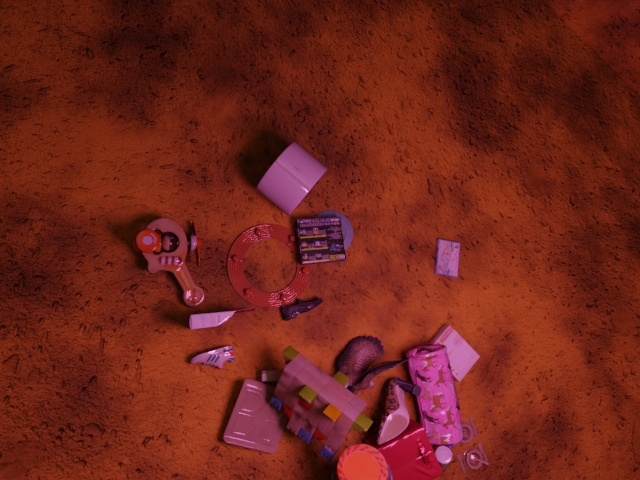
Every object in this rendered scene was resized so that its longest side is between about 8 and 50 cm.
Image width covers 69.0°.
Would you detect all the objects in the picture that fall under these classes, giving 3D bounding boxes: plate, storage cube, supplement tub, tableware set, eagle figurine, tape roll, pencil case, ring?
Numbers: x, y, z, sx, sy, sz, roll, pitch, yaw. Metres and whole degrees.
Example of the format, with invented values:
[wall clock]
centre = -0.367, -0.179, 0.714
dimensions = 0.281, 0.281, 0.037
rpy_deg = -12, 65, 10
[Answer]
[plate]
centre = 0.050, -0.037, 1.935
dimensions = 0.188, 0.024, 0.188
rpy_deg = 3, 78, -15
[storage cube]
centre = 0.301, 0.795, 1.729
dimensions = 0.193, 0.215, 0.183
rpy_deg = -22, 85, -12
[supplement tub]
centre = 0.139, 0.852, 1.588
dimensions = 0.207, 0.338, 0.207
rpy_deg = -1, 39, 1
[tableware set]
centre = 0.605, 0.833, 1.888
dimensions = 0.128, 0.039, 0.194
rpy_deg = -18, 83, -17
[eagle figurine]
centre = 0.169, 0.504, 1.771
dimensions = 0.226, 0.225, 0.298
rpy_deg = 32, 83, 11
[tape roll]
centre = -0.111, -0.240, 1.820
dimensions = 0.169, 0.246, 0.246
rpy_deg = 40, 72, -3
[pencil case]
centre = 0.442, 0.593, 1.810
dimensions = 0.160, 0.167, 0.386
rpy_deg = -11, 90, 28
[ring]
centre = -0.196, 0.096, 1.839
dimensions = 0.337, 0.032, 0.336
rpy_deg = 3, 79, -14

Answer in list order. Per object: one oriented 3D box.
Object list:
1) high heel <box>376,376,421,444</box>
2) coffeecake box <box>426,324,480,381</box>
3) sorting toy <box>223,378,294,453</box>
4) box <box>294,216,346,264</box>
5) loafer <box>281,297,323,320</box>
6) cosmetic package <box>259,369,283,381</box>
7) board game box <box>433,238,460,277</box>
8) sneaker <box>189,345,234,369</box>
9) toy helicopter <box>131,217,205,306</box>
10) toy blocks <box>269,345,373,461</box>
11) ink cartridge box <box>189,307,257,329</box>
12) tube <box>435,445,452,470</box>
[high heel]
centre = 0.255, 0.638, 1.758
dimensions = 0.093, 0.186, 0.261
rpy_deg = 48, 67, -16
[coffeecake box]
centre = 0.542, 0.465, 1.933
dimensions = 0.142, 0.068, 0.185
rpy_deg = -44, 92, -17
[sorting toy]
centre = -0.180, 0.656, 1.715
dimensions = 0.307, 0.041, 0.229
rpy_deg = 23, 80, -19
[box]
centre = 0.000, 0.000, 1.876
dimensions = 0.191, 0.045, 0.184
rpy_deg = -5, 82, -18
[loafer]
centre = -0.072, 0.254, 1.823
dimensions = 0.170, 0.062, 0.061
rpy_deg = -21, 80, -19
[cosmetic package]
centre = -0.167, 0.506, 1.745
dimensions = 0.115, 0.060, 0.041
rpy_deg = 4, 76, -15
[board game box]
centre = 0.554, 0.078, 2.041
dimensions = 0.103, 0.026, 0.154
rpy_deg = 11, 76, -12
[sneaker]
centre = -0.391, 0.439, 1.700
dimensions = 0.161, 0.057, 0.075
rpy_deg = -13, 77, -20
[toy helicopter]
centre = -0.520, 0.078, 1.728
dimensions = 0.235, 0.140, 0.355
rpy_deg = -30, 98, -27
[toy blocks]
centre = -0.025, 0.587, 1.624
dimensions = 0.381, 0.261, 0.191
rpy_deg = 33, 33, 17
[ink cartridge box]
centre = -0.351, 0.284, 1.675
dimensions = 0.232, 0.189, 0.066
rpy_deg = 1, 79, -15
[tube]
centre = 0.467, 0.839, 1.768
dimensions = 0.070, 0.240, 0.062
rpy_deg = -10, 52, 5
